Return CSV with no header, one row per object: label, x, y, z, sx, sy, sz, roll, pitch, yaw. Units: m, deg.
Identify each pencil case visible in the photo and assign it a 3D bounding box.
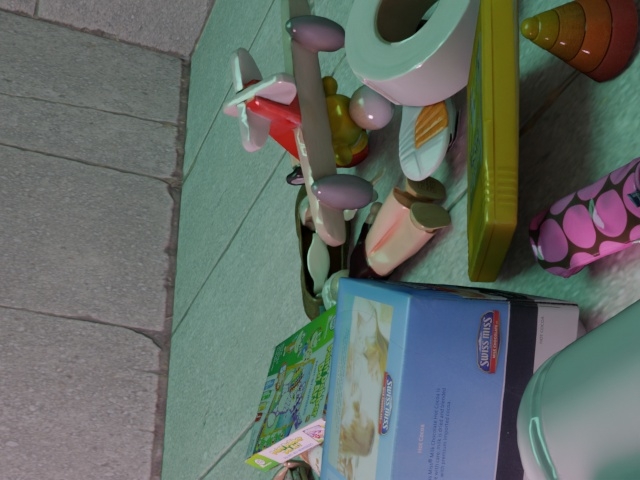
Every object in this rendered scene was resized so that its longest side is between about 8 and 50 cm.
pencil case,0.325,-0.020,1.050,0.209,0.095,0.098,140,122,-63

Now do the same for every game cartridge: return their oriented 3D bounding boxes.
game cartridge,0.228,-0.127,1.250,0.285,0.052,0.324,77,-162,-71

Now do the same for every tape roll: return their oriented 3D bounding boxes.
tape roll,0.171,-0.364,1.504,0.286,0.100,0.286,-25,53,39

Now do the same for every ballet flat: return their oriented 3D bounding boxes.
ballet flat,0.000,0.000,1.845,0.124,0.116,0.342,76,-167,-62

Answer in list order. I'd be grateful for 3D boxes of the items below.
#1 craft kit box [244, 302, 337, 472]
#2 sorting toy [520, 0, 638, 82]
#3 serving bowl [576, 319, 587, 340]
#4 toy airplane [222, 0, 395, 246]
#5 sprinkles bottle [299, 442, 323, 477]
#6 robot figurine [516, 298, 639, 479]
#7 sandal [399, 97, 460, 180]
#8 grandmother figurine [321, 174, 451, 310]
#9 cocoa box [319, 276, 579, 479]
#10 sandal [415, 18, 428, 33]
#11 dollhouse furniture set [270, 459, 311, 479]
craft kit box,-0.023,0.251,1.603,0.246,0.061,0.250,-36,30,43
sorting toy,0.307,-0.385,1.164,0.127,0.126,0.366,166,104,-73
serving bowl,0.292,0.132,1.135,0.083,0.027,0.083,-167,90,-71
toy airplane,-0.001,-0.236,1.708,0.384,0.272,0.386,-74,-33,-57
sprinkles bottle,0.061,0.365,1.492,0.355,0.121,0.121,-160,82,-70
robot figurine,0.310,0.156,0.817,0.300,0.200,0.353,-42,-5,-37
sandal,0.190,-0.211,1.543,0.102,0.076,0.265,-24,51,39
grandmother figurine,0.100,0.022,1.621,0.342,0.104,0.208,126,158,-44
cocoa box,0.144,0.229,1.134,0.231,0.228,0.347,-172,87,-71
sandal,0.162,-0.370,1.703,0.303,0.086,0.120,37,138,50
dollhouse furniture set,-0.097,0.579,1.722,0.303,0.173,0.356,-116,42,-59
